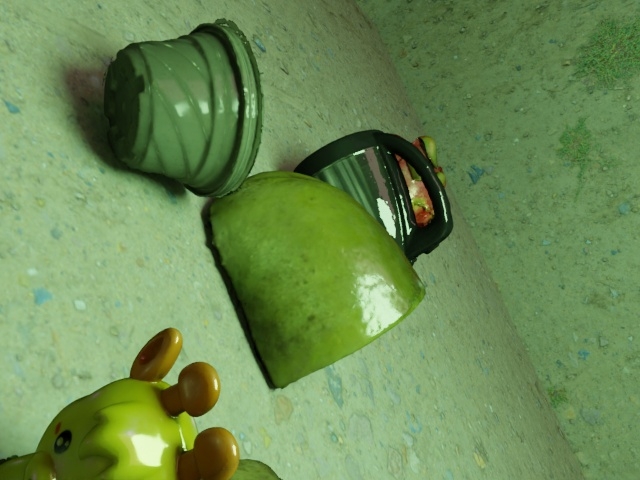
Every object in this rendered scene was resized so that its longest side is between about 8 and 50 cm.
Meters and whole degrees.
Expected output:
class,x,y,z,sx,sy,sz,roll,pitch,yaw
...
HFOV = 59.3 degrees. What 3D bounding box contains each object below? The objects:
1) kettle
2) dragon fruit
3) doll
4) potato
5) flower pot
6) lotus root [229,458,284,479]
class,x,y,z,sx,sy,sz,roll,pitch,yaw
kettle,0.107,-0.051,1.062,0.271,0.251,0.207,67,9,11
dragon fruit,0.179,-0.145,1.371,0.228,0.243,0.307,21,1,-23
doll,-0.138,0.162,0.396,0.135,0.221,0.142,16,45,-51
potato,0.000,0.000,0.844,0.280,0.213,0.330,58,23,-4
flower pot,-0.185,-0.166,0.710,0.141,0.235,0.235,-3,63,-38
lotus root,-0.090,0.269,0.478,0.214,0.138,0.138,5,58,-60
